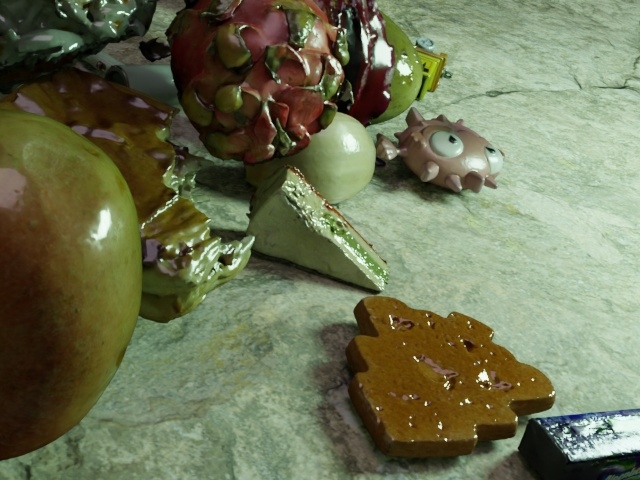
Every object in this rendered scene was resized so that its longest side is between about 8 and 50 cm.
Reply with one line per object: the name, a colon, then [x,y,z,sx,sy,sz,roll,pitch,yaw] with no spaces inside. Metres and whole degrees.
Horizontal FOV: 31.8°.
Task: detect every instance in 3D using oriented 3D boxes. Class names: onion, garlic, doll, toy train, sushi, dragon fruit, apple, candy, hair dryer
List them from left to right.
apple: [-0.340,0.031,1.102,0.339,0.338,0.305,14,25,-7]
sushi: [-0.411,-0.311,1.578,0.417,0.175,0.417,-23,12,5]
hair dryer: [-0.342,-0.288,1.906,0.131,0.073,0.236,-12,32,-43]
dragon fruit: [-0.098,-0.235,1.566,0.269,0.250,0.291,38,31,-18]
onion: [-0.021,-0.291,1.779,0.280,0.314,0.146,6,15,3]
garlic: [0.000,-0.130,1.770,0.245,0.145,0.164,-6,6,-39]
toy train: [0.157,-0.355,2.247,0.219,0.089,0.127,21,40,3]
doll: [0.209,-0.150,1.923,0.262,0.093,0.211,6,38,-25]
candy: [0.391,0.252,1.387,0.312,0.061,0.088,2,32,-28]

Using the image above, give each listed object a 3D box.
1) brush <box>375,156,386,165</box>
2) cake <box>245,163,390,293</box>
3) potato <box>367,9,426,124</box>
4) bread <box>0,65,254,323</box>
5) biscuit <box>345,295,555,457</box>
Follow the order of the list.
brush: [0.073,-0.144,1.927,0.083,0.008,0.024,19,33,2]
cake: [-0.016,0.009,1.596,0.220,0.117,0.086,46,28,-18]
potato: [0.000,-0.320,1.964,0.359,0.219,0.269,30,72,4]
bread: [-0.260,-0.045,1.406,0.370,0.191,0.314,28,32,9]
biscuit: [0.135,0.179,1.391,0.284,0.043,0.306,28,33,14]
